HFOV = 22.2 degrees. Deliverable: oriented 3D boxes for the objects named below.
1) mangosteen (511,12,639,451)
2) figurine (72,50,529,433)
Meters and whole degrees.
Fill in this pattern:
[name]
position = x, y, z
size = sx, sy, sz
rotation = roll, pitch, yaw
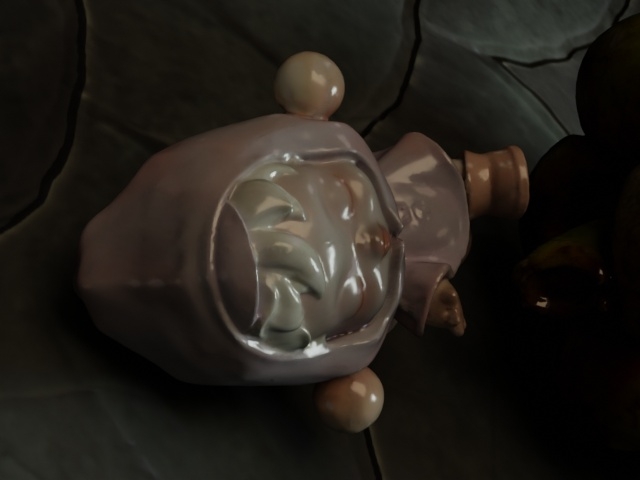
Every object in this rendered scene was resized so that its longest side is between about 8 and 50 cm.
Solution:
[mangosteen]
position = 0.264, 0.011, 0.965
size = 0.347, 0.307, 0.307
rotation = 8, 55, -19
[figurine]
position = -0.001, 0.000, 0.872
size = 0.276, 0.133, 0.200
rotation = -11, 97, -47
